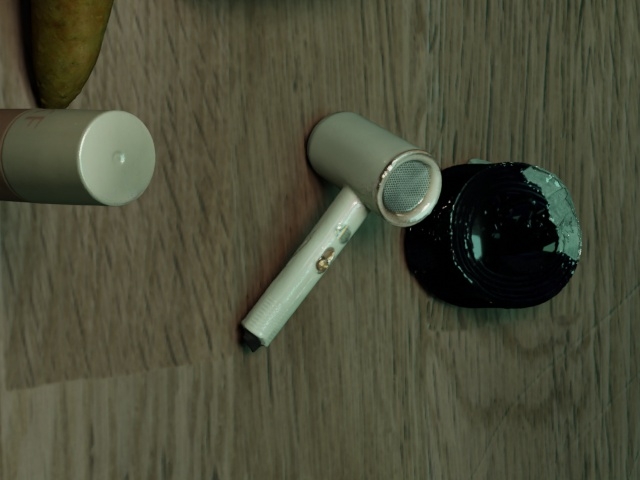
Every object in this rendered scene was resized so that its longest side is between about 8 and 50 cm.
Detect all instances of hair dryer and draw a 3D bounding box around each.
[{"bbox_3d":[0.000,0.000,1.799,0.073,0.131,0.236,35,89,-40],"label":"hair dryer"}]

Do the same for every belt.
[{"bbox_3d":[0.176,-0.007,1.964,0.198,0.078,0.151,3,87,-41],"label":"belt"}]

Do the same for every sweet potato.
[{"bbox_3d":[-0.156,-0.251,1.562,0.108,0.079,0.346,27,115,-34],"label":"sweet potato"}]

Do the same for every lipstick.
[{"bbox_3d":[-0.227,-0.064,1.471,0.070,0.254,0.070,-4,95,-42],"label":"lipstick"}]
